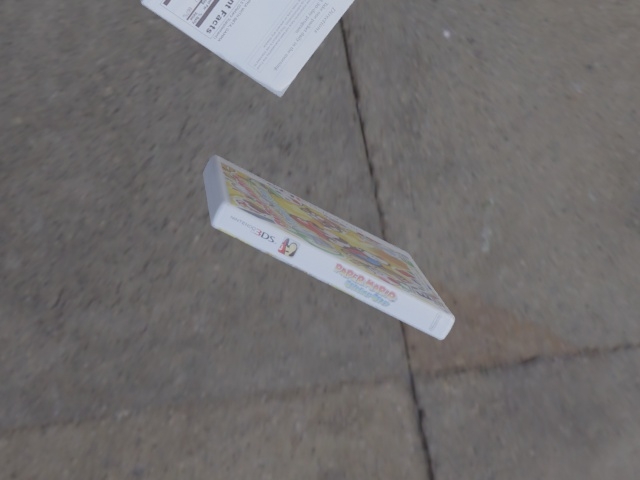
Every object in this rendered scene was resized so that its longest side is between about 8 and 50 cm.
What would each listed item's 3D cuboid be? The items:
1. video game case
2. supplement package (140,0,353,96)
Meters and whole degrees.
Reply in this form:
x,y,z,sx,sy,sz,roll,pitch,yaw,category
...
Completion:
x,y,z,sx,sy,sz,roll,pitch,yaw,category
0.000,0.000,1.238,0.206,0.227,0.026,27,99,-11,video game case
-0.030,-0.288,1.200,0.145,0.204,0.262,33,104,-28,supplement package
